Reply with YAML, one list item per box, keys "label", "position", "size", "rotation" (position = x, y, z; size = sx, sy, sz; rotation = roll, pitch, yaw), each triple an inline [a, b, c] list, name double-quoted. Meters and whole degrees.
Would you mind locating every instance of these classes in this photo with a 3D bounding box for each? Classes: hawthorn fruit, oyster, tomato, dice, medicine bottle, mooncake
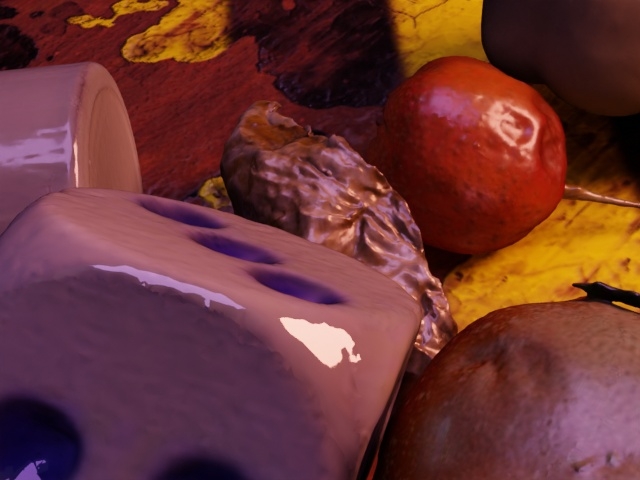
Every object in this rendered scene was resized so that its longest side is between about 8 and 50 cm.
- label: "hawthorn fruit"
  position: [0.178, -0.047, 1.165]
  size: [0.285, 0.165, 0.165]
  rotation: [22, 48, 0]
- label: "oyster"
  position: [-0.004, 0.003, 1.129]
  size: [0.110, 0.166, 0.341]
  rotation: [-17, 59, -19]
- label: "tomato"
  position: [0.169, 0.168, 0.828]
  size: [0.303, 0.239, 0.303]
  rotation: [-4, 46, 4]
- label: "dice"
  position: [-0.090, 0.114, 0.881]
  size: [0.251, 0.243, 0.259]
  rotation: [18, 7, 7]
- label: "medicine bottle"
  position: [-0.272, -0.016, 1.121]
  size: [0.232, 0.238, 0.238]
  rotation: [-5, 43, 5]
- label: "mooncake"
  position: [0.267, -0.187, 1.220]
  size: [0.275, 0.135, 0.275]
  rotation: [9, 20, -3]
